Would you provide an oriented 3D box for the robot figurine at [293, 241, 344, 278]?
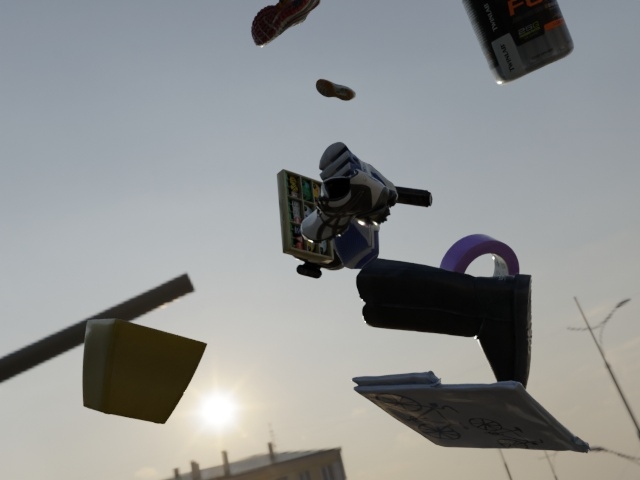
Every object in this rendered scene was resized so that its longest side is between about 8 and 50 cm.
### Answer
[{"bbox_3d":[-0.002,0.001,2.132,0.209,0.174,0.278,-37,-36,25],"label":"robot figurine"}]

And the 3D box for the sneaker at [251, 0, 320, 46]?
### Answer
[{"bbox_3d":[-0.090,-0.582,1.693,0.225,0.088,0.092,-29,-15,30],"label":"sneaker"}]

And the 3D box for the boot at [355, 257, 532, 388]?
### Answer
[{"bbox_3d":[0.327,0.237,1.719,0.444,0.367,0.146,3,21,23],"label":"boot"}]

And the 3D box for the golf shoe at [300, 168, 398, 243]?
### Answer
[{"bbox_3d":[0.024,-0.058,0.981,0.094,0.077,0.198,42,-39,-23],"label":"golf shoe"}]

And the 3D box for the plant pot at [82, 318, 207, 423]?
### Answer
[{"bbox_3d":[-0.404,0.289,1.405,0.212,0.187,0.212,22,-19,-32],"label":"plant pot"}]

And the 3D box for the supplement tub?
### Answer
[{"bbox_3d":[0.474,-0.579,1.603,0.207,0.338,0.207,-25,6,3],"label":"supplement tub"}]

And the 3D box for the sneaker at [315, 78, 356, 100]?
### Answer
[{"bbox_3d":[0.030,-0.292,1.259,0.037,0.083,0.032,-27,-40,-64],"label":"sneaker"}]

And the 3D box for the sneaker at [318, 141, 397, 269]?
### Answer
[{"bbox_3d":[0.117,-0.084,1.557,0.182,0.316,0.127,15,-37,-39],"label":"sneaker"}]

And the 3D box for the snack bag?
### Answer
[{"bbox_3d":[0.278,0.322,1.201,0.342,0.037,0.323,-13,-41,40],"label":"snack bag"}]

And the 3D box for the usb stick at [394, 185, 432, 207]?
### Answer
[{"bbox_3d":[0.255,-0.163,2.264,0.277,0.045,0.077,10,-35,24],"label":"usb stick"}]

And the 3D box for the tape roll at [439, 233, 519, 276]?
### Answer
[{"bbox_3d":[0.548,0.120,2.230,0.274,0.090,0.275,-6,-72,-17],"label":"tape roll"}]

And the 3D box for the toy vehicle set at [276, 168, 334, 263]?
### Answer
[{"bbox_3d":[-0.047,-0.072,1.928,0.165,0.267,0.035,14,-31,-37],"label":"toy vehicle set"}]
